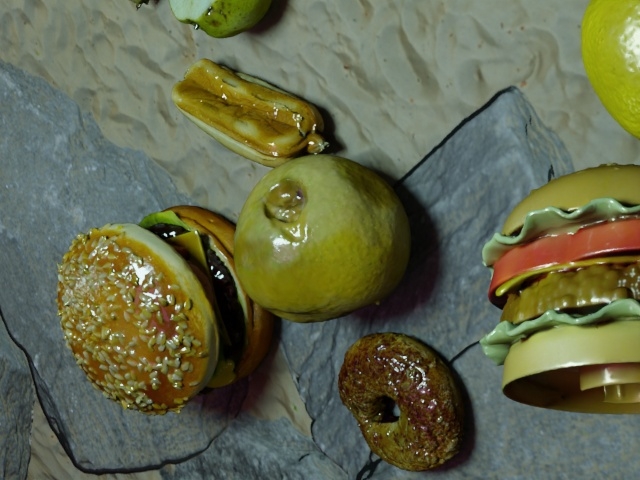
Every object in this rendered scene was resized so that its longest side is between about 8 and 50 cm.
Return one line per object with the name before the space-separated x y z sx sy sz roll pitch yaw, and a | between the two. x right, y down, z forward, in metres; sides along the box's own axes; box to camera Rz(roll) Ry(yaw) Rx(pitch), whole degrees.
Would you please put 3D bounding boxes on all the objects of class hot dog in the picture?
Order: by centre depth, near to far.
hot dog | -0.087 -0.154 1.457 0.249 0.102 0.076 28 162 34

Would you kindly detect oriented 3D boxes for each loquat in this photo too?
loquat | 0.005 -0.003 1.362 0.213 0.213 0.213 14 113 37

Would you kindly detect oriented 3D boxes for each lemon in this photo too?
lemon | 0.327 -0.178 1.036 0.178 0.178 0.203 -38 78 41

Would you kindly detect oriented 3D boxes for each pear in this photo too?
pear | -0.114 -0.316 1.415 0.141 0.104 0.141 -14 71 45

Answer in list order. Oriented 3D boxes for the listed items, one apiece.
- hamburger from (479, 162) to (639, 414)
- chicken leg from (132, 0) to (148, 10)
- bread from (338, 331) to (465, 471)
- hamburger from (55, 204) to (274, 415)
hamburger | 0.287 0.041 1.084 0.274 0.274 0.212 -16 64 42
chicken leg | -0.232 -0.419 1.500 0.103 0.088 0.228 32 129 17
bread | 0.098 0.202 1.430 0.193 0.064 0.193 18 118 37
hamburger | -0.220 0.095 1.557 0.291 0.225 0.291 16 117 35
